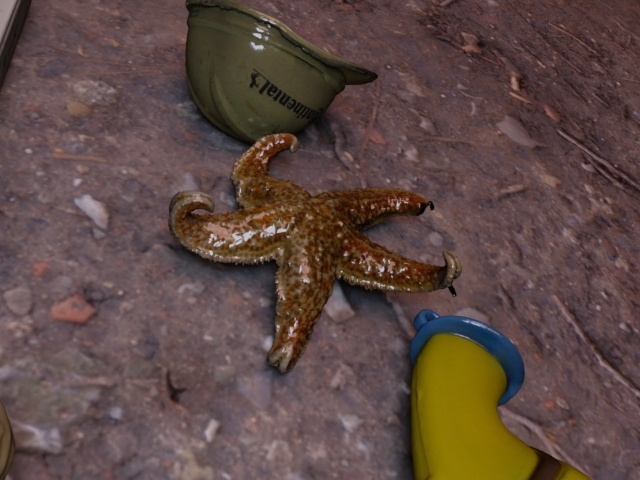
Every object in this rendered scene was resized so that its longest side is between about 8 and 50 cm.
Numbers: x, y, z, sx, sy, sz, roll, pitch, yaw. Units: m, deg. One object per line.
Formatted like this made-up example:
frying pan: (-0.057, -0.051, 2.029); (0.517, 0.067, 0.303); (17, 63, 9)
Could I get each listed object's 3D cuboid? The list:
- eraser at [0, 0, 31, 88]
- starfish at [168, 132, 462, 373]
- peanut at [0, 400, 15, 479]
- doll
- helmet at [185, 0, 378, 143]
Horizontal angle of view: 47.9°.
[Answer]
eraser: (-0.387, -0.196, 0.767); (0.098, 0.096, 0.404); (12, 46, -19)
starfish: (0.002, 0.000, 0.773); (0.303, 0.113, 0.312); (23, 43, 3)
peanut: (-0.366, 0.137, 0.425); (0.340, 0.158, 0.174); (6, 77, -17)
doll: (0.152, 0.205, 0.637); (0.199, 0.145, 0.363); (16, 39, -34)
helmet: (-0.069, -0.188, 0.901); (0.258, 0.137, 0.204); (18, 3, -34)
